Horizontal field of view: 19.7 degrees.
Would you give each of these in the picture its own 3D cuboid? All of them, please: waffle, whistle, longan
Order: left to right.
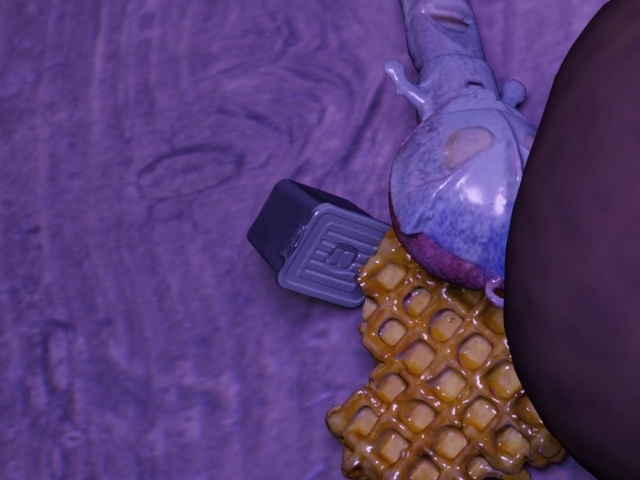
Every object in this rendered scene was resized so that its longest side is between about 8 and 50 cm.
[{"bbox_3d":[0.106,0.089,1.532,0.249,0.056,0.253,-20,75,22],"label":"waffle"},{"bbox_3d":[0.115,-0.084,1.481,0.142,0.134,0.346,-9,51,-2],"label":"whistle"},{"bbox_3d":[0.297,-0.002,1.263,0.404,0.336,0.404,-11,74,43],"label":"longan"}]

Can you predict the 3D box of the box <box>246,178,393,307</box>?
[{"bbox_3d":[0.000,0.000,1.584,0.069,0.122,0.084,41,105,42],"label":"box"}]
